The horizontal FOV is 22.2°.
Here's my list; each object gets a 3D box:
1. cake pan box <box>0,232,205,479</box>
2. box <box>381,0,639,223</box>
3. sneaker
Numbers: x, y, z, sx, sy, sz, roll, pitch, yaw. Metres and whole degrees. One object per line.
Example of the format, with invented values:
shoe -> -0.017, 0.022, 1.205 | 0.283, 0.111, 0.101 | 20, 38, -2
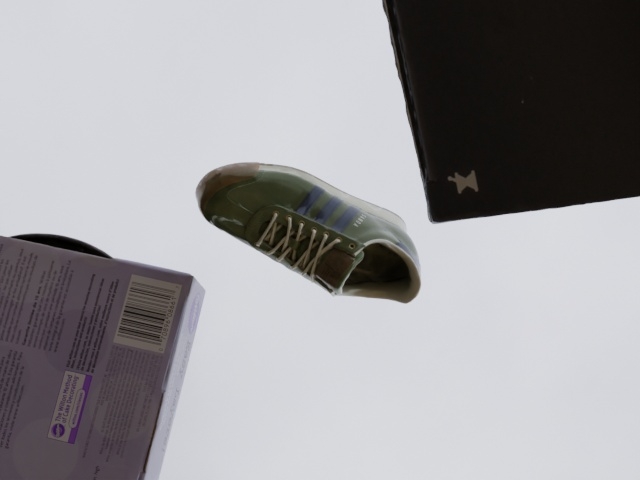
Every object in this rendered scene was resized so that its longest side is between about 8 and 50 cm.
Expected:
cake pan box -> -0.237, 0.122, 1.275 | 0.245, 0.070, 0.267 | 11, -101, 7
box -> 0.109, -0.107, 0.699 | 0.108, 0.207, 0.153 | -7, -76, 23
sneaker -> 0.000, 0.000, 1.253 | 0.064, 0.192, 0.086 | -58, -146, 25
